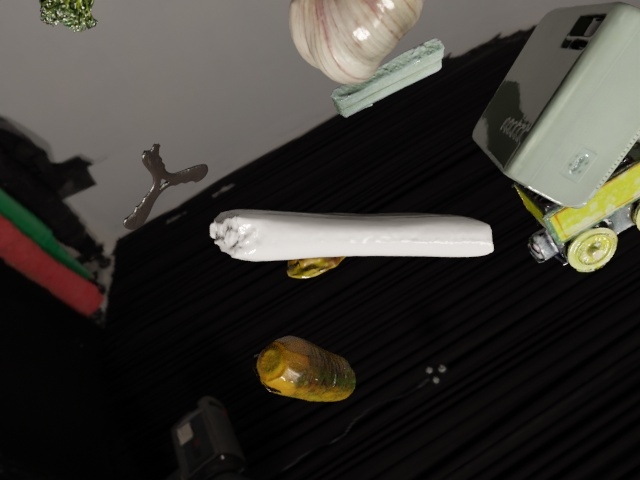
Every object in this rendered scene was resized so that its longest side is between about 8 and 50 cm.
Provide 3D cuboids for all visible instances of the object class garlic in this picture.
[{"bbox_3d":[0.028,-0.376,0.751,0.253,0.245,0.245,23,-154,-44],"label":"garlic"}]

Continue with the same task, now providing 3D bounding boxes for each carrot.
[{"bbox_3d":[-0.019,0.182,0.722,0.173,0.082,0.082,29,-156,-53],"label":"carrot"}]

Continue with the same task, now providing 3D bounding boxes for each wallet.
[{"bbox_3d":[0.019,-0.005,0.364,0.095,0.189,0.033,-169,79,-74],"label":"wallet"}]

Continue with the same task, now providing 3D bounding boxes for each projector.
[{"bbox_3d":[0.300,-0.171,0.632,0.108,0.198,0.250,26,-158,-4],"label":"projector"}]

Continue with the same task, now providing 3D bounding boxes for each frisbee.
[{"bbox_3d":[-0.312,-0.117,1.000,0.012,0.211,0.187,41,161,18],"label":"frisbee"}]

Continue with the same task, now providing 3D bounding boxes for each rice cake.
[{"bbox_3d":[0.129,-0.308,0.991,0.040,0.226,0.085,66,-172,14],"label":"rice cake"}]

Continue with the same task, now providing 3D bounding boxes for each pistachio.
[{"bbox_3d":[0.000,0.000,0.737,0.173,0.089,0.049,-36,-59,-55],"label":"pistachio"}]

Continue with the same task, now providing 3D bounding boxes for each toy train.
[{"bbox_3d":[0.438,-0.071,0.813,0.177,0.260,0.134,48,-165,-29],"label":"toy train"}]

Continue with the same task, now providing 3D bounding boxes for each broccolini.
[{"bbox_3d":[-0.217,-0.290,0.506,0.054,0.194,0.052,24,-147,-36],"label":"broccolini"}]
